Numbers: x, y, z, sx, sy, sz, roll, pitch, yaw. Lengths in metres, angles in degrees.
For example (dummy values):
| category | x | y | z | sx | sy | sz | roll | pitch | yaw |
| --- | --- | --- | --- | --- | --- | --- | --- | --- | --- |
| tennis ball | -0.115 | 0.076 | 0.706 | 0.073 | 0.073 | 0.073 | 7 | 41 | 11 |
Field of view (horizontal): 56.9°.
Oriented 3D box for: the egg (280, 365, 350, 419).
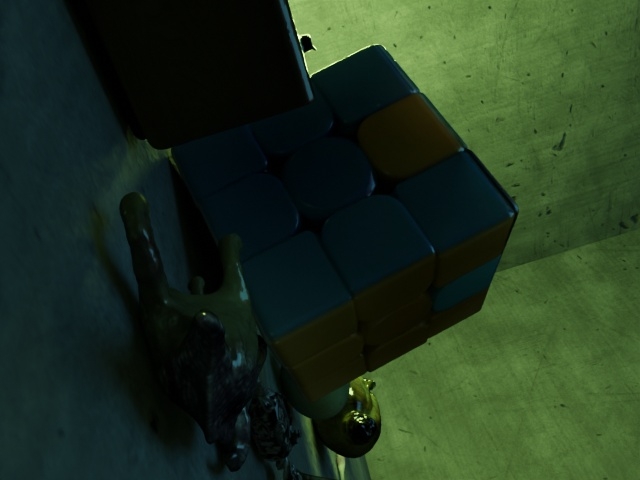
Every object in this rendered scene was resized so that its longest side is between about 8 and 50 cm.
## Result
| category | x | y | z | sx | sy | sz | roll | pitch | yaw |
| --- | --- | --- | --- | --- | --- | --- | --- | --- | --- |
| egg | -0.010 | 0.232 | 0.996 | 0.114 | 0.114 | 0.152 | -105 | 174 | -63 |

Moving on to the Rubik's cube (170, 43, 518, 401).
| category | x | y | z | sx | sy | sz | roll | pitch | yaw |
| --- | --- | --- | --- | --- | --- | --- | --- | --- | --- |
| Rubik's cube | 0.029 | -0.010 | 0.760 | 0.290 | 0.292 | 0.291 | 59 | -8 | 27 |

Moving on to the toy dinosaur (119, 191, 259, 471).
| category | x | y | z | sx | sy | sz | roll | pitch | yaw |
| --- | --- | --- | --- | --- | --- | --- | --- | --- | --- |
| toy dinosaur | -0.083 | 0.082 | 0.469 | 0.294 | 0.077 | 0.162 | 72 | 3 | -59 |

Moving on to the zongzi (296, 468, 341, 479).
| category | x | y | z | sx | sy | sz | roll | pitch | yaw |
| --- | --- | --- | --- | --- | --- | --- | --- | --- | --- |
| zongzi | 0.037 | 0.470 | 0.927 | 0.123 | 0.289 | 0.260 | -84 | -159 | -52 |

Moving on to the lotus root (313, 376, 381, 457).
| category | x | y | z | sx | sy | sz | roll | pitch | yaw |
| --- | --- | --- | --- | --- | --- | --- | --- | --- | --- |
| lotus root | 0.055 | 0.372 | 1.284 | 0.309 | 0.173 | 0.173 | -74 | 146 | -89 |

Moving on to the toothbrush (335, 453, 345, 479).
| category | x | y | z | sx | sy | sz | roll | pitch | yaw |
| --- | --- | --- | --- | --- | --- | --- | --- | --- | --- |
| toothbrush | 0.053 | 0.564 | 1.501 | 0.354 | 0.024 | 0.029 | -99 | 178 | -83 |

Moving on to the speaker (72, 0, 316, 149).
| category | x | y | z | sx | sy | sz | roll | pitch | yaw |
| --- | --- | --- | --- | --- | --- | --- | --- | --- | --- |
| speaker | -0.120 | -0.232 | 0.557 | 0.153 | 0.193 | 0.230 | -104 | 175 | -62 |

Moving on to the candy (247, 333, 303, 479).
| category | x | y | z | sx | sy | sz | roll | pitch | yaw |
| --- | --- | --- | --- | --- | --- | --- | --- | --- | --- |
| candy | -0.061 | 0.203 | 0.659 | 0.094 | 0.051 | 0.226 | -83 | 156 | -61 |
